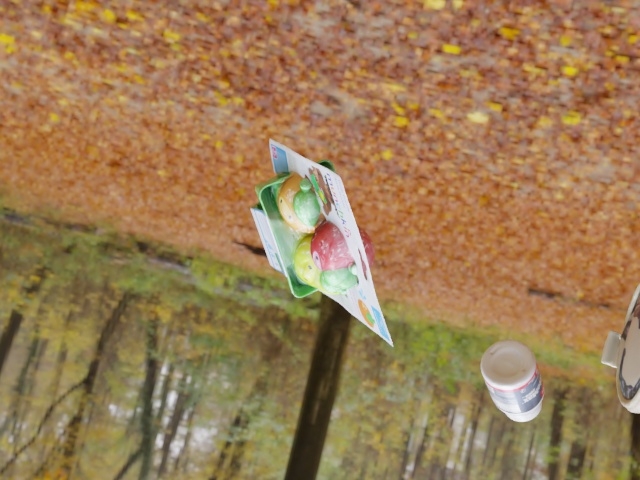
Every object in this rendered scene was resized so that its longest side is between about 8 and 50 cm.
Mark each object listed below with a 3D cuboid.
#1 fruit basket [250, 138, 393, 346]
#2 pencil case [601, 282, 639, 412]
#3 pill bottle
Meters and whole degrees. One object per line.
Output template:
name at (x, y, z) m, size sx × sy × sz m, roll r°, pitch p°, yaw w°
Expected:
fruit basket at (0.000, 0.000, 1.669) m, size 0.165 × 0.327 × 0.353 m, roll -22°, pitch -156°, yaw -10°
pencil case at (0.538, 0.133, 1.042) m, size 0.410 × 0.160 × 0.183 m, roll 5°, pitch 160°, yaw 6°
pill bottle at (0.388, 0.285, 1.861) m, size 0.108 × 0.108 × 0.180 m, roll 10°, pitch 149°, yaw 30°
